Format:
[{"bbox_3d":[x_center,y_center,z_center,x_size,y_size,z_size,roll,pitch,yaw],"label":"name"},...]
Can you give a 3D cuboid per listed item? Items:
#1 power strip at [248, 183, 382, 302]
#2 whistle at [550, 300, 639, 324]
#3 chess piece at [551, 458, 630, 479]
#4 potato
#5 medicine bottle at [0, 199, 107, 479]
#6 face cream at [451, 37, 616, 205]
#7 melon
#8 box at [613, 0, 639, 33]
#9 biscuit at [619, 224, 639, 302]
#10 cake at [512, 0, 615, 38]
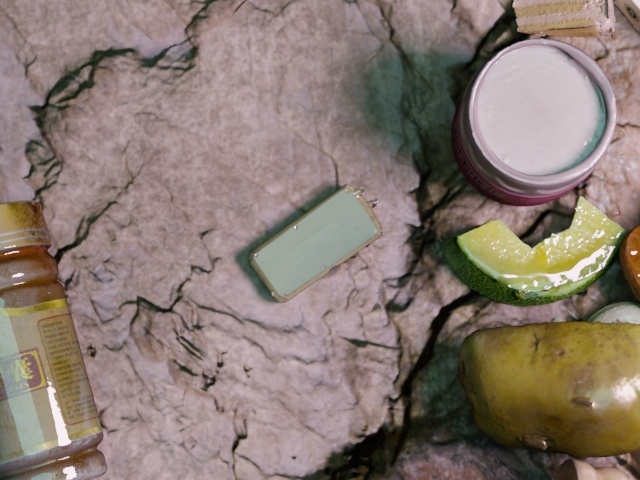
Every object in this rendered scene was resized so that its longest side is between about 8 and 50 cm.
[{"bbox_3d":[0.000,0.000,1.956,0.169,0.028,0.076,-34,87,-2],"label":"power strip"},{"bbox_3d":[0.313,0.132,1.935,0.258,0.067,0.126,1,98,3],"label":"whistle"},{"bbox_3d":[0.394,0.335,1.894,0.260,0.143,0.143,8,85,-8],"label":"chess piece"},{"bbox_3d":[0.287,0.183,1.862,0.271,0.111,0.160,-1,114,11],"label":"potato"},{"bbox_3d":[-0.350,0.128,1.876,0.151,0.151,0.322,-16,86,-2],"label":"medicine bottle"},{"bbox_3d":[0.241,-0.132,1.887,0.175,0.195,0.175,0,86,0],"label":"face cream"},{"bbox_3d":[0.259,0.015,1.946,0.209,0.064,0.118,-20,81,-5],"label":"melon"},{"bbox_3d":[0.496,-0.245,1.965,0.164,0.069,0.256,-39,87,-4],"label":"box"},{"bbox_3d":[0.487,0.009,1.936,0.290,0.041,0.208,-14,68,-13],"label":"biscuit"},{"bbox_3d":[0.293,-0.268,1.984,0.121,0.065,0.052,-1,85,22],"label":"cake"}]
